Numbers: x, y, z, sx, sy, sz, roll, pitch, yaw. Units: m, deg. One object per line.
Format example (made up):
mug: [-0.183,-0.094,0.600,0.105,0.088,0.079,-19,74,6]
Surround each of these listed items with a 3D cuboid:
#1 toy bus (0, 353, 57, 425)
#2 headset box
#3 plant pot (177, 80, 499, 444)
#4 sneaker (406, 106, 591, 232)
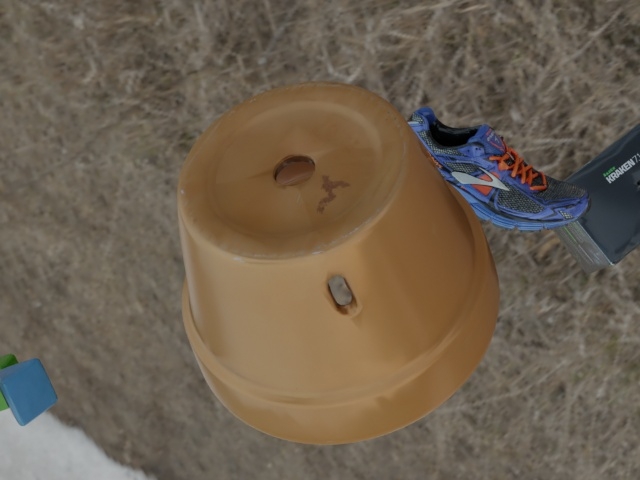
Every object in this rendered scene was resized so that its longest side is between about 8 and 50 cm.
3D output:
toy bus: [-0.278,0.096,0.697,0.202,0.191,0.104,-16,105,22]
headset box: [0.445,-0.082,1.703,0.246,0.283,0.131,-38,83,1]
plant pot: [0.000,0.000,1.064,0.290,0.291,0.203,23,151,31]
sneaker: [0.173,-0.073,1.266,0.221,0.083,0.087,18,119,12]
